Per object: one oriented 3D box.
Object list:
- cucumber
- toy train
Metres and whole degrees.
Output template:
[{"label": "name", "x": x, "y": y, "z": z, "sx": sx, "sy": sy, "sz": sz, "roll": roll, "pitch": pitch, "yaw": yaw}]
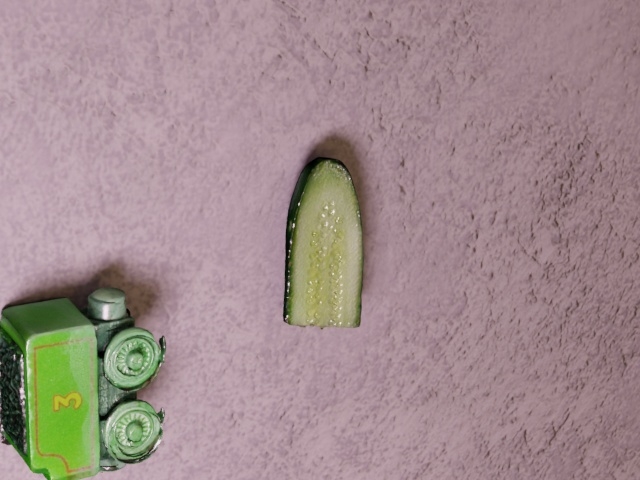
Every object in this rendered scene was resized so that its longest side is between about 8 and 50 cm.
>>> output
[{"label": "cucumber", "x": 0.000, "y": 0.000, "z": 2.214, "sx": 0.115, "sy": 0.063, "sz": 0.244, "roll": -5, "pitch": 114, "yaw": -24}, {"label": "toy train", "x": -0.298, "y": 0.181, "z": 2.051, "sx": 0.188, "sy": 0.132, "sz": 0.243, "roll": -10, "pitch": 114, "yaw": -26}]
